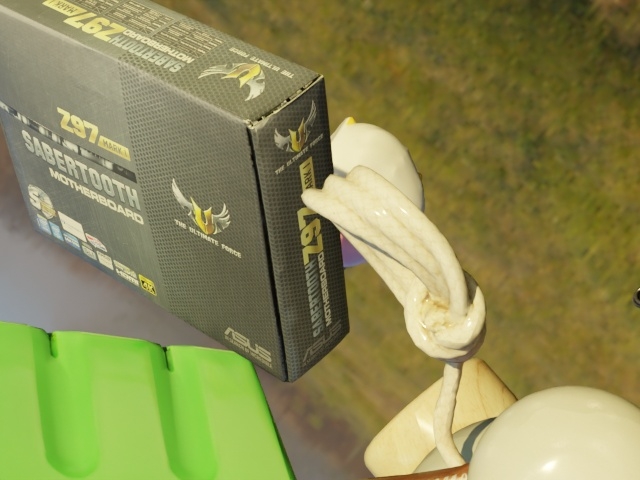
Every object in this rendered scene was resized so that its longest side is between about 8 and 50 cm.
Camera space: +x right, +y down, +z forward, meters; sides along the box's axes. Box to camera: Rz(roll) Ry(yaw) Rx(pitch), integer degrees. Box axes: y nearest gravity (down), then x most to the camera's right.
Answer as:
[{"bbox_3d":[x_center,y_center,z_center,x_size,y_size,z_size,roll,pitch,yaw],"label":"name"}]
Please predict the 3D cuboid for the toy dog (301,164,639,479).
[{"bbox_3d":[0.060,0.138,0.610,0.220,0.161,0.334,42,174,33],"label":"toy dog"}]

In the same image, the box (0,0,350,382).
[{"bbox_3d":[-0.092,-0.044,0.802,0.232,0.059,0.183,27,141,32],"label":"box"}]

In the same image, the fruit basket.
[{"bbox_3d":[-0.198,0.253,0.865,0.392,0.392,0.283,41,139,-10],"label":"fruit basket"}]

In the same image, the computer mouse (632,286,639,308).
[{"bbox_3d":[0.355,0.005,1.225,0.042,0.193,0.106,58,138,6],"label":"computer mouse"}]

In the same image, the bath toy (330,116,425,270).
[{"bbox_3d":[0.000,0.000,1.336,0.129,0.151,0.348,39,148,-6],"label":"bath toy"}]
